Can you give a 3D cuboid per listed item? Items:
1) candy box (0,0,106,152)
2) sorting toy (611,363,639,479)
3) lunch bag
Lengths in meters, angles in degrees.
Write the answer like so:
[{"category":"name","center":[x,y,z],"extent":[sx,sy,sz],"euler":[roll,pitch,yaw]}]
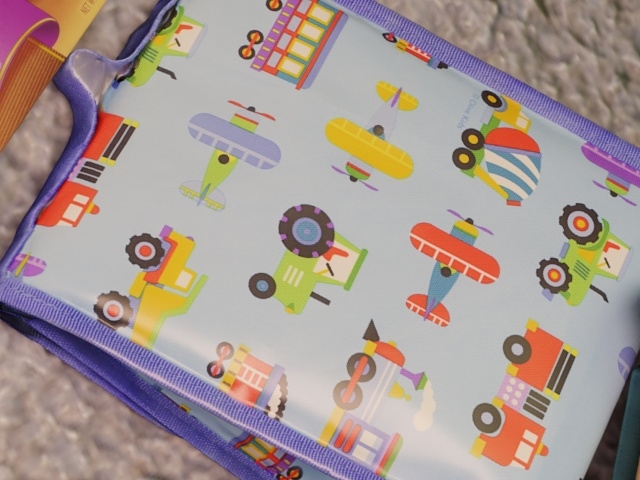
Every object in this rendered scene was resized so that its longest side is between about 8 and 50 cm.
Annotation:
[{"category":"candy box","center":[-0.171,-0.094,0.737],"extent":[0.109,0.053,0.186],"euler":[40,60,-19]},{"category":"sorting toy","center":[0.204,0.106,0.885],"extent":[0.307,0.041,0.229],"euler":[-23,120,-59]},{"category":"lunch bag","center":[0.000,0.000,0.794],"extent":[0.293,0.138,0.221],"euler":[34,66,-12]}]
